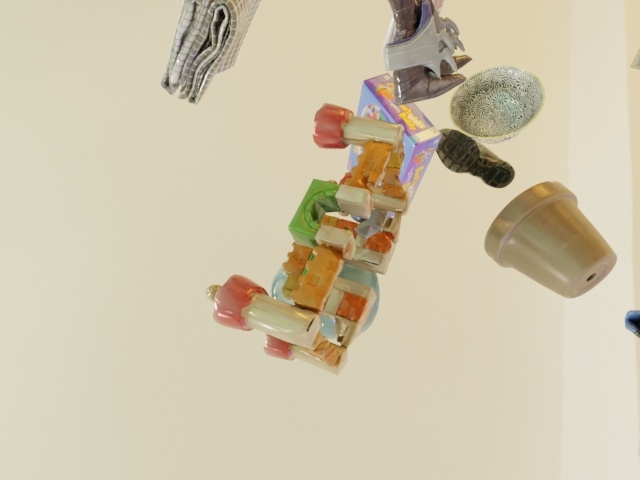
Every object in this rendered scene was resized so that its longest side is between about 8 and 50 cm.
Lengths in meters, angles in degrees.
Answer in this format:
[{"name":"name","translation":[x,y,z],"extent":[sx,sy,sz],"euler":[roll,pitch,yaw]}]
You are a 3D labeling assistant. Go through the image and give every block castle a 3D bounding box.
[{"name":"block castle","translation":[0.000,0.000,0.794],"extent":[0.213,0.303,0.452],"euler":[16,-112,23]}]

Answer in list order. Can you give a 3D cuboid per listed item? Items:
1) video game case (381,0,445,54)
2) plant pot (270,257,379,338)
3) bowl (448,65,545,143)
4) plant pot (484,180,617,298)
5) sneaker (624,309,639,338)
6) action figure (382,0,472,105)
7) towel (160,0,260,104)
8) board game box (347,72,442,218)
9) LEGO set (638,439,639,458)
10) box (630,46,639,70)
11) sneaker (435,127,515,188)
[{"name":"video game case","translation":[0.296,-0.687,1.303],"extent":[0.184,0.201,0.023],"euler":[-13,-133,-30]},{"name":"plant pot","translation":[-0.016,0.138,1.103],"extent":[0.196,0.290,0.290],"euler":[-7,-119,-43]},{"name":"bowl","translation":[0.348,-0.253,0.821],"extent":[0.170,0.080,0.169],"euler":[-10,-116,21]},{"name":"plant pot","translation":[0.596,0.015,1.045],"extent":[0.263,0.263,0.229],"euler":[-28,-132,-6]},{"name":"sneaker","translation":[0.528,0.140,0.598],"extent":[0.087,0.221,0.083],"euler":[20,-96,10]},{"name":"action figure","translation":[0.071,-0.291,0.414],"extent":[0.099,0.284,0.185],"euler":[-20,-152,19]},{"name":"towel","translation":[-0.233,-0.460,0.910],"extent":[0.122,0.284,0.234],"euler":[27,-129,-18]},{"name":"board game box","translation":[0.180,-0.235,1.128],"extent":[0.078,0.347,0.233],"euler":[-24,-114,-16]},{"name":"LEGO set","translation":[0.674,0.321,0.665],"extent":[0.245,0.060,0.183],"euler":[5,-156,41]},{"name":"box","translation":[0.707,-0.410,0.730],"extent":[0.127,0.232,0.149],"euler":[-22,-133,-28]},{"name":"sneaker","translation":[0.409,-0.229,1.140],"extent":[0.268,0.101,0.106],"euler":[26,-154,-21]}]
